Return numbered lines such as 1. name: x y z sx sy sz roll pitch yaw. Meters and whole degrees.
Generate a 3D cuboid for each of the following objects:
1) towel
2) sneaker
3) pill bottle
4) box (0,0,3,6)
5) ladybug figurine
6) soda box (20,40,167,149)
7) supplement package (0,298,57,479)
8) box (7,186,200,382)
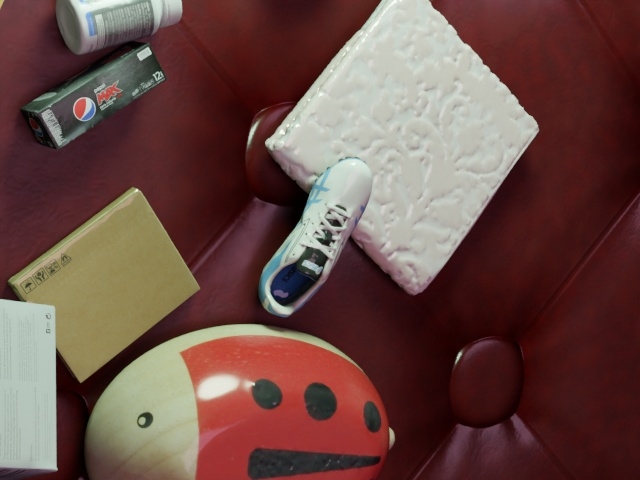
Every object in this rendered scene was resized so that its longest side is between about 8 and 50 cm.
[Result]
1. towel: 0.119 -0.140 2.048 0.332 0.053 0.317 44 75 -30
2. sneaker: 0.000 0.000 1.943 0.085 0.086 0.237 26 103 -24
3. pill bottle: -0.241 -0.277 1.784 0.137 0.078 0.078 -20 109 -27
4. box: -0.505 -0.329 1.545 0.345 0.168 0.215 25 85 -36
5. ladybug figurine: -0.081 0.267 1.935 0.449 0.162 0.305 -1 99 -32
6. soda box: -0.274 -0.177 1.793 0.169 0.060 0.053 -36 117 -22
7. supplement package: -0.421 0.169 1.664 0.203 0.149 0.194 11 69 -42
8. box: -0.268 0.057 1.863 0.201 0.021 0.164 -39 117 -20
